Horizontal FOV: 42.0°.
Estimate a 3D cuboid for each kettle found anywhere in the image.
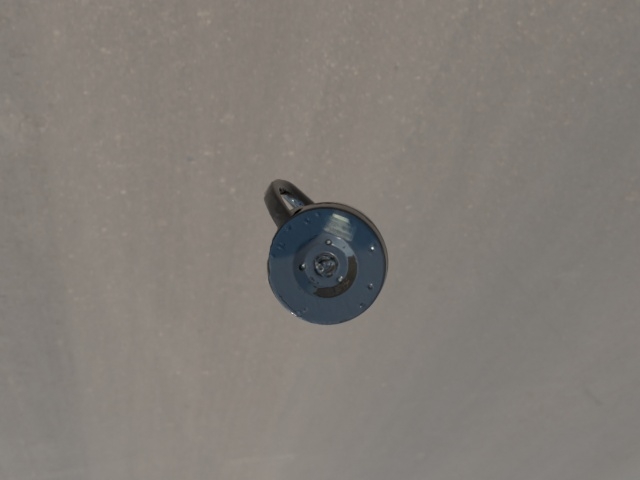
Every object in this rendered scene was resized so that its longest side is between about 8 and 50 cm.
[{"bbox_3d":[0.004,0.017,1.515,0.251,0.207,0.271,14,-169,6],"label":"kettle"}]
